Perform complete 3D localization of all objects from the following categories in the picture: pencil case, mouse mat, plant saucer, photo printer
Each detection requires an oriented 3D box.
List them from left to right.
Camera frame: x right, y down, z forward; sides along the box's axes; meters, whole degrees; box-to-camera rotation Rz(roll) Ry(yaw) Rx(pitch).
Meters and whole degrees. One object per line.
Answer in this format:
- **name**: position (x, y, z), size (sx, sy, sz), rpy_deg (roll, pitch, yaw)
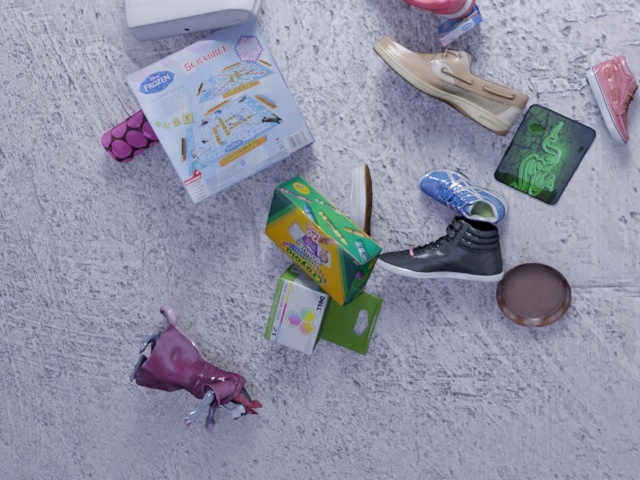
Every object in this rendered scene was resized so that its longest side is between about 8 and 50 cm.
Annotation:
- **pencil case**: position (-0.437, -0.268, 1.692), size (0.209, 0.095, 0.098), rpy_deg (-23, 118, 25)
- **photo printer**: position (-0.269, -0.578, 1.474), size (0.308, 0.107, 0.255), rpy_deg (-5, 86, 18)
- **plant saucer**: position (0.496, 0.124, 1.595), size (0.169, 0.029, 0.168), rpy_deg (6, 111, 15)
- **mouse mat**: position (0.487, -0.186, 1.492), size (0.153, 0.007, 0.189), rpy_deg (25, 116, 6)

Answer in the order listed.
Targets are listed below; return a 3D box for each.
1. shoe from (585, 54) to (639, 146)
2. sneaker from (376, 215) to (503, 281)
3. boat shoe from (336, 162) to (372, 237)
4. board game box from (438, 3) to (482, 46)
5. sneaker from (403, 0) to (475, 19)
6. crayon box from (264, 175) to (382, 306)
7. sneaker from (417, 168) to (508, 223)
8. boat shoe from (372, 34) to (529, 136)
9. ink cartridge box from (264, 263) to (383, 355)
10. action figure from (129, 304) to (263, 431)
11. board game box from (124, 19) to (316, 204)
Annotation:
- **shoe**: position (0.608, -0.282, 1.385), size (0.081, 0.063, 0.177), rpy_deg (-22, 99, 28)
- **sneaker**: position (0.276, 0.009, 1.581), size (0.296, 0.104, 0.146), rpy_deg (3, 109, 9)
- **boat shoe**: position (0.069, -0.049, 1.618), size (0.096, 0.098, 0.276), rpy_deg (8, 113, 13)
- **board game box**: position (0.285, -0.445, 1.404), size (0.090, 0.090, 0.020), rpy_deg (-32, 115, 24)
- **sneaker**: position (0.159, -0.545, 1.361), size (0.314, 0.136, 0.115), rpy_deg (32, 116, 18)
- **crayon box**: position (0.000, 0.000, 1.591), size (0.278, 0.081, 0.165), rpy_deg (42, 142, 20)
- **sneaker**: position (0.319, -0.099, 1.533), size (0.211, 0.081, 0.080), rpy_deg (21, 116, 10)
- **boat shoe**: position (0.273, -0.349, 1.438), size (0.341, 0.121, 0.110), rpy_deg (29, 112, -7)
- **ink cartridge box**: position (0.008, 0.195, 1.731), size (0.255, 0.097, 0.188), rpy_deg (19, 115, 10)
- **action figure**: position (-0.325, 0.378, 1.892), size (0.370, 0.248, 0.275), rpy_deg (22, 73, -6)
- **board game box**: position (-0.222, -0.294, 1.552), size (0.319, 0.066, 0.317), rpy_deg (-28, 102, -6)
